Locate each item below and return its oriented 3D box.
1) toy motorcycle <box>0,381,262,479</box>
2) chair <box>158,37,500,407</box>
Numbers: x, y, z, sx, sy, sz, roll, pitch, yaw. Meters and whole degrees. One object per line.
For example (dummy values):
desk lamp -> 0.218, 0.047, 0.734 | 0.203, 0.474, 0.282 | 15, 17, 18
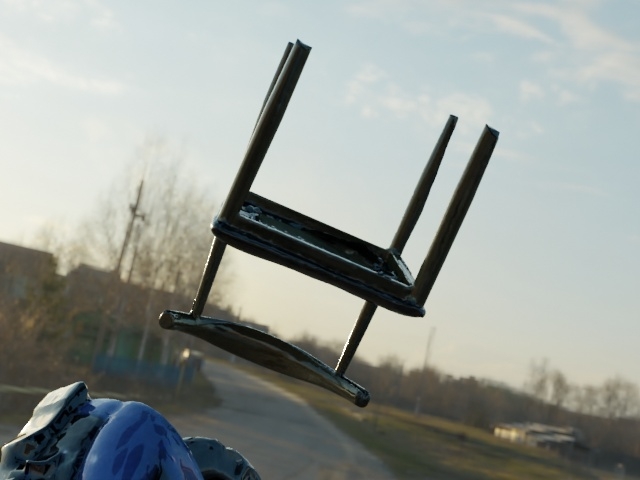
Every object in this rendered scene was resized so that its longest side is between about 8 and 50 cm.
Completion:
toy motorcycle -> -0.081, 0.231, 0.400 | 0.125, 0.358, 0.212 | -24, 0, 38
chair -> 0.000, 0.000, 0.792 | 0.188, 0.272, 0.166 | 22, 9, -7
